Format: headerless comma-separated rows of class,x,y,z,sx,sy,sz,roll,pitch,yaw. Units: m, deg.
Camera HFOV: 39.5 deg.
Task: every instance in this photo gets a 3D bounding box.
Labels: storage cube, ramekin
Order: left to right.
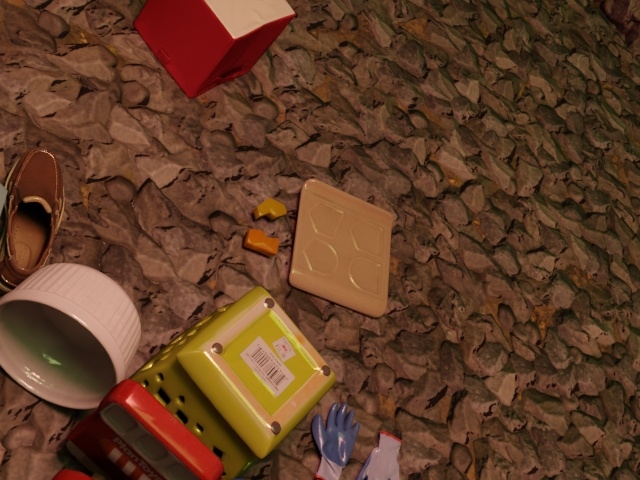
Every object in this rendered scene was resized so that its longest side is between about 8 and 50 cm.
ramekin,-0.353,0.129,1.260,0.207,0.207,0.109,40,40,-10
storage cube,-0.204,-0.421,1.685,0.183,0.193,0.215,-35,88,-42

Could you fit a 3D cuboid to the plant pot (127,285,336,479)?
plant pot,-0.127,0.219,1.360,0.228,0.207,0.227,51,47,-1

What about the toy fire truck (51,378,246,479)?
toy fire truck,-0.208,0.333,1.200,0.302,0.254,0.169,46,48,-6

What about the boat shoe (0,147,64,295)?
boat shoe,-0.435,-0.042,1.366,0.095,0.095,0.258,15,57,-28

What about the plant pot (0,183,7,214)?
plant pot,-0.575,-0.056,1.239,0.234,0.165,0.166,26,52,-31

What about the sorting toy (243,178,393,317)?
sorting toy,0.000,0.000,1.694,0.307,0.041,0.229,23,58,-23

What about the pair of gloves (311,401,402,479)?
pair of gloves,0.061,0.373,1.528,0.198,0.023,0.159,33,48,-16
